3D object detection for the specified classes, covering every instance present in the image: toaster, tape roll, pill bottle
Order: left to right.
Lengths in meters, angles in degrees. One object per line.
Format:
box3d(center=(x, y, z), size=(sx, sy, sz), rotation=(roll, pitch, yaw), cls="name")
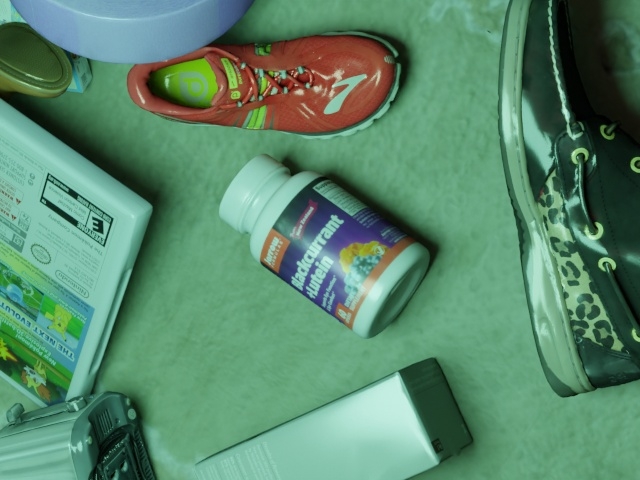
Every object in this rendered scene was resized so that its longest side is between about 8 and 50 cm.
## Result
box3d(center=(-0.252, 0.268, 1.666), size=(0.146, 0.129, 0.227), rotation=(-9, 108, 24), cls="toaster")
box3d(center=(-0.183, -0.311, 1.571), size=(0.275, 0.090, 0.274), rotation=(1, 68, -4), cls="tape roll")
box3d(center=(0.000, 0.000, 1.579), size=(0.193, 0.108, 0.108), rotation=(35, 103, 16), cls="pill bottle")

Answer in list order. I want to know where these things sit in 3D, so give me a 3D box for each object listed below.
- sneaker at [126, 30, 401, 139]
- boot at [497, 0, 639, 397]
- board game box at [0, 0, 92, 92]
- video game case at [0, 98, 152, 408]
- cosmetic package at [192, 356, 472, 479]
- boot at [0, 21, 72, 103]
box3d(center=(-0.060, -0.148, 1.589), size=(0.279, 0.118, 0.107), rotation=(-3, 92, 20), cls="sneaker")
box3d(center=(0.315, -0.054, 1.445), size=(0.284, 0.138, 0.377), rotation=(-6, 94, 21), cls="boot")
box3d(center=(-0.303, -0.225, 1.673), size=(0.103, 0.026, 0.154), rotation=(8, 136, 19), cls="board game box")
box3d(center=(-0.342, -0.006, 1.683), size=(0.329, 0.036, 0.300), rotation=(34, 127, 15), cls="video game case")
box3d(center=(0.013, 0.207, 1.574), size=(0.238, 0.127, 0.107), rotation=(-29, 83, 17), cls="cosmetic package")
box3d(center=(-0.337, -0.156, 1.689), size=(0.197, 0.073, 0.152), rotation=(26, 139, 19), cls="boot")
